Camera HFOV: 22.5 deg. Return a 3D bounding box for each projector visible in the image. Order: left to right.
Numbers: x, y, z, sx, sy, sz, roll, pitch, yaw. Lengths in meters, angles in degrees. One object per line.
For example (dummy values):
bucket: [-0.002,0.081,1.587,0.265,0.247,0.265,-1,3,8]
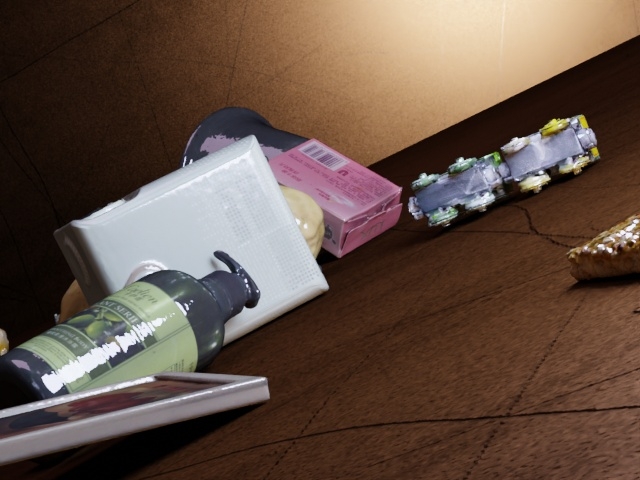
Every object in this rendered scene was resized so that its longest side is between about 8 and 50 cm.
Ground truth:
projector: [-0.140,0.026,1.594,0.242,0.177,0.163,-28,3,-17]

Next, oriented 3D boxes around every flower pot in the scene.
flower pot: [-0.061,-0.061,2.141,0.148,0.235,0.235,3,22,37]

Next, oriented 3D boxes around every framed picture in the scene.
framed picture: [-0.208,0.136,1.160,0.290,0.020,0.211,-12,2,-25]

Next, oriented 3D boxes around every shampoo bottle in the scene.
shampoo bottle: [-0.160,0.091,1.419,0.284,0.101,0.101,-30,6,-41]

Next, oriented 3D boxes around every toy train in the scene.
toy train: [0.182,-0.067,1.591,0.202,0.060,0.081,-22,0,25]

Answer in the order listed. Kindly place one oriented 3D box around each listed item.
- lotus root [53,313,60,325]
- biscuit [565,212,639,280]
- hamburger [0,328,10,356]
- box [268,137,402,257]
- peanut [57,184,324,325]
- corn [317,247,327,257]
lotus root: [-0.280,0.098,2.242,0.144,0.070,0.143,-29,-3,26]
biscuit: [0.237,-0.017,0.920,0.131,0.025,0.231,-27,5,-18]
hamburger: [-0.509,0.181,2.101,0.237,0.147,0.237,-31,-8,-5]
box: [0.007,-0.052,1.905,0.156,0.060,0.111,32,41,31]
peanut: [-0.143,0.034,1.767,0.319,0.147,0.147,-29,4,2]
corn: [-0.084,0.018,1.967,0.211,0.087,0.087,-29,5,-6]
